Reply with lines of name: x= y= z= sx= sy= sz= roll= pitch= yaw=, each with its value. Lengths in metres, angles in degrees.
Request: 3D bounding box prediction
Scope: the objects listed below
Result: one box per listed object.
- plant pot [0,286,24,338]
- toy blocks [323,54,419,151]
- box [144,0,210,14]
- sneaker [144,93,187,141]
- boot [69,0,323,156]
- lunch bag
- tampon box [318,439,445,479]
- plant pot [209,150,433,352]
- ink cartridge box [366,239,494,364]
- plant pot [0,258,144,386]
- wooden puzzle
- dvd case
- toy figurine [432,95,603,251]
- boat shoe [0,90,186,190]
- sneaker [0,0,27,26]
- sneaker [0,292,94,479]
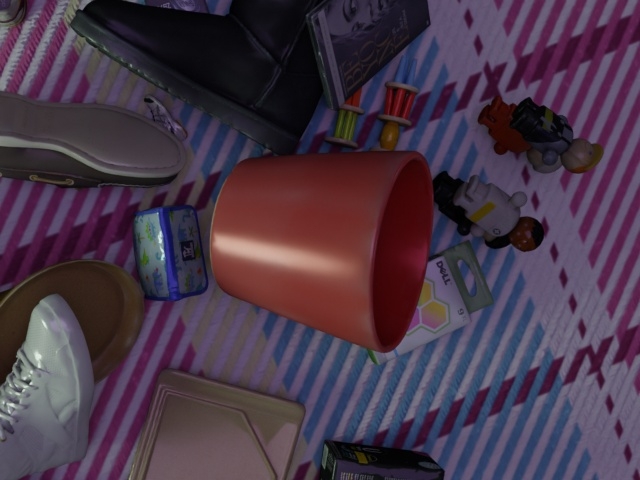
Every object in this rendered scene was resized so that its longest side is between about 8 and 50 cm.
plant pot: x=-0.440 y=0.114 z=1.555 sx=0.081 sy=0.083 sz=0.081 roll=-20 pitch=94 yaw=-6
toy blocks: x=0.078 y=-0.203 z=1.628 sx=0.123 sy=0.054 sz=0.148 roll=13 pitch=88 yaw=-6
box: x=-0.208 y=-0.341 z=1.603 sx=0.083 sy=0.018 sz=0.067 roll=-18 pitch=94 yaw=-7
sneaker: x=-0.228 y=-0.170 z=1.599 sx=0.037 sy=0.032 sz=0.083 roll=-41 pitch=96 yaw=-5
boot: x=-0.083 y=-0.387 z=1.534 sx=0.367 sy=0.146 sz=0.445 roll=28 pitch=93 yaw=-27
lunch bag: x=-0.211 y=0.016 z=1.548 sx=0.096 sy=0.151 sz=0.128 roll=-9 pitch=92 yaw=-7
tampon box: x=0.084 y=0.356 z=1.612 sx=0.161 sy=0.120 sz=0.101 roll=8 pitch=91 yaw=-8
plant pot: x=0.000 y=0.000 z=1.510 sx=0.243 sy=0.275 sz=0.275 roll=9 pitch=91 yaw=19
ink cartridge box: x=0.152 y=0.089 z=1.642 sx=0.209 sy=0.062 sz=0.109 roll=-24 pitch=94 yaw=-7
plant pot: x=-0.354 y=0.120 z=1.531 sx=0.236 sy=0.032 sz=0.236 roll=-22 pitch=133 yaw=-26
wooden puzzle: x=-0.156 y=0.320 z=1.623 sx=0.221 sy=0.044 sz=0.238 roll=16 pitch=94 yaw=-8
dvd case: x=0.072 y=-0.306 z=1.552 sx=0.018 sy=0.164 sz=0.221 roll=29 pitch=61 yaw=34
toy figurine: x=0.275 y=-0.088 z=1.580 sx=0.148 sy=0.209 sz=0.213 roll=35 pitch=88 yaw=-13
boat shoe: x=-0.351 y=-0.125 z=1.553 sx=0.324 sy=0.096 sz=0.116 roll=9 pitch=50 yaw=-11
sneaker: x=-0.446 y=-0.390 z=1.538 sx=0.070 sy=0.084 sz=0.185 roll=-16 pitch=94 yaw=-7
sneaker: x=-0.394 y=0.212 z=1.464 sx=0.169 sy=0.108 sz=0.292 roll=-19 pitch=133 yaw=-33
